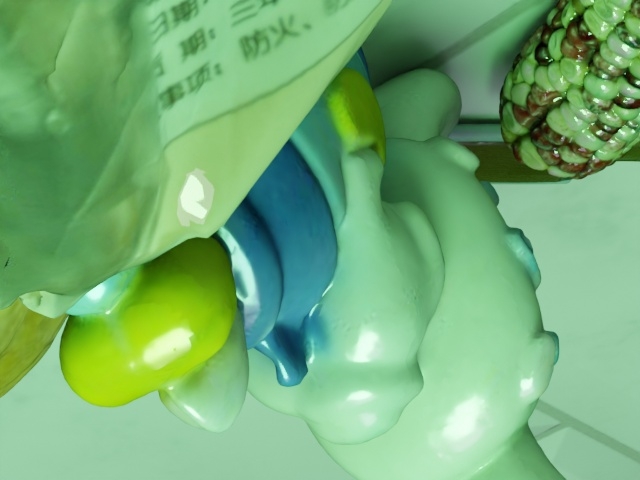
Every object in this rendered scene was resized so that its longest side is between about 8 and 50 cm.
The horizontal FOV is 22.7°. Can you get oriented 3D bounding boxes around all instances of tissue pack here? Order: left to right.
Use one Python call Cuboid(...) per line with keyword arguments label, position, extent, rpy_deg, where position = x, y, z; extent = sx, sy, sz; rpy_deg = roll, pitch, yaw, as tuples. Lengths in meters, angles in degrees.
Cuboid(label="tissue pack", position=(-0.038, -0.206, 0.485), extent=(0.195, 0.375, 0.390), rpy_deg=(20, 149, 22))

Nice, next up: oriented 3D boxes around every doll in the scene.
Cuboid(label="doll", position=(0.006, -0.007, 0.766), extent=(0.187, 0.376, 0.365), rpy_deg=(-48, 134, 10))

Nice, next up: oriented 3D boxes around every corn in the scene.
Cuboid(label="corn", position=(0.185, -0.140, 0.880), extent=(0.092, 0.092, 0.280), rpy_deg=(5, 140, -22))

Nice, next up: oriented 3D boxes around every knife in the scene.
Cuboid(label="knife", position=(0.163, -0.053, 1.055), extent=(0.343, 0.027, 0.061), rpy_deg=(0, 149, -16))

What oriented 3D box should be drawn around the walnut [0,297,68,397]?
Cuboid(label="walnut", position=(-0.212, -0.006, 0.847), extent=(0.195, 0.221, 0.195), rpy_deg=(23, 173, 3))
